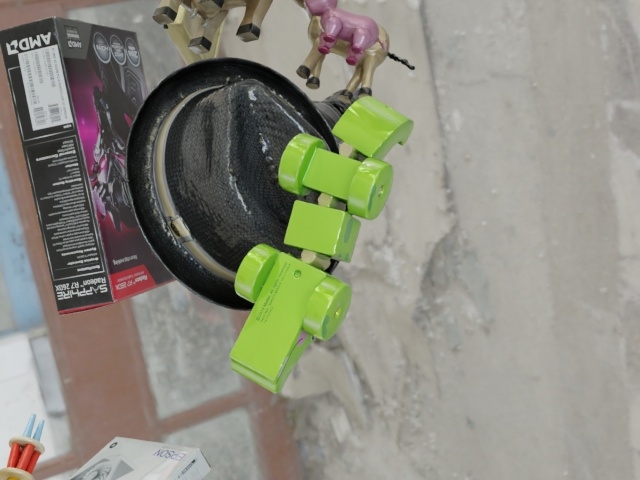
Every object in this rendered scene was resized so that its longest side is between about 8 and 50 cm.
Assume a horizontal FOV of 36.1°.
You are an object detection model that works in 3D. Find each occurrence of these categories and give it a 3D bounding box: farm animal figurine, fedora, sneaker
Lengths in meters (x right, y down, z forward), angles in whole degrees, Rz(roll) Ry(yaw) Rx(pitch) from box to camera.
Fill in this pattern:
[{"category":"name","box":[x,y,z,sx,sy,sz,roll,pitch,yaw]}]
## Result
[{"category":"farm animal figurine","box":[-0.067,-0.334,1.259,0.327,0.172,0.330,7,158,29]},{"category":"fedora","box":[-0.076,-0.081,1.217,0.152,0.334,0.334,-15,91,65]},{"category":"sneaker","box":[0.029,-0.238,1.794,0.107,0.124,0.283,48,-172,-1]}]

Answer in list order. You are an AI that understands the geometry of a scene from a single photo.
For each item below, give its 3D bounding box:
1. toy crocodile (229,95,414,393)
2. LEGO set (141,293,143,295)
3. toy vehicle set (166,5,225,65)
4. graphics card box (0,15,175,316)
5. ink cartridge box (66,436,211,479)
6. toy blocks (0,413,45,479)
[{"category":"toy crocodile","box":[0.000,0.000,1.065,0.115,0.105,0.340,20,86,22]},{"category":"LEGO set","box":[-0.336,0.000,1.673,0.287,0.107,0.132,117,171,-75]},{"category":"toy vehicle set","box":[-0.209,-0.445,1.743,0.166,0.035,0.266,63,-147,-62]},{"category":"graphics card box","box":[-0.298,-0.103,1.322,0.233,0.094,0.370,-21,-80,-73]},{"category":"ink cartridge box","box":[-0.295,0.364,1.357,0.223,0.224,0.045,-6,119,46]},{"category":"toy blocks","box":[-0.447,0.297,1.366,0.054,0.123,0.148,-28,38,35]}]
